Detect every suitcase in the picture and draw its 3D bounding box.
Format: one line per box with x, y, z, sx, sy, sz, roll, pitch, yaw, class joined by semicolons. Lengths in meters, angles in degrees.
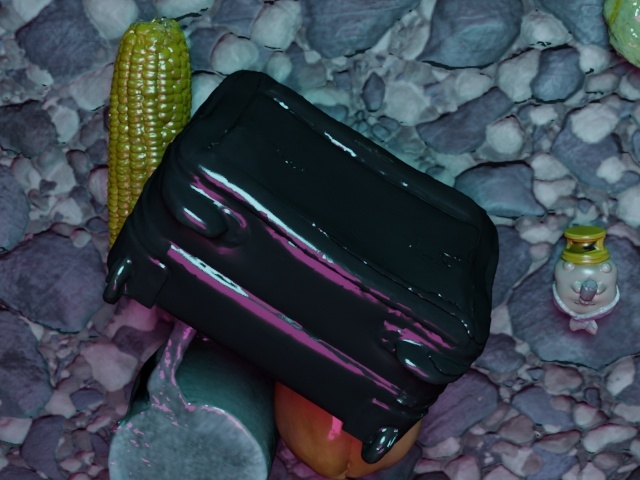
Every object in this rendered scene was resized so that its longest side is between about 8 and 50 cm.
0.000;0.000;0.929;0.345;0.339;0.188;31;120;-5;suitcase

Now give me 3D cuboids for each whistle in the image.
-0.151;0.169;1.108;0.188;0.168;0.404;-3;107;7;whistle

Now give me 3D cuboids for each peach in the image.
0.032;0.183;1.088;0.184;0.184;0.184;2;112;6;peach

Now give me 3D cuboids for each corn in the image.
-0.193;-0.095;1.040;0.102;0.102;0.313;4;112;5;corn

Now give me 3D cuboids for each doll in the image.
0.300;0.052;1.046;0.073;0.084;0.127;-3;104;9;doll

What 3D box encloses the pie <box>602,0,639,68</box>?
0.406;-0.258;0.905;0.201;0.090;0.248;27;116;-7;pie
